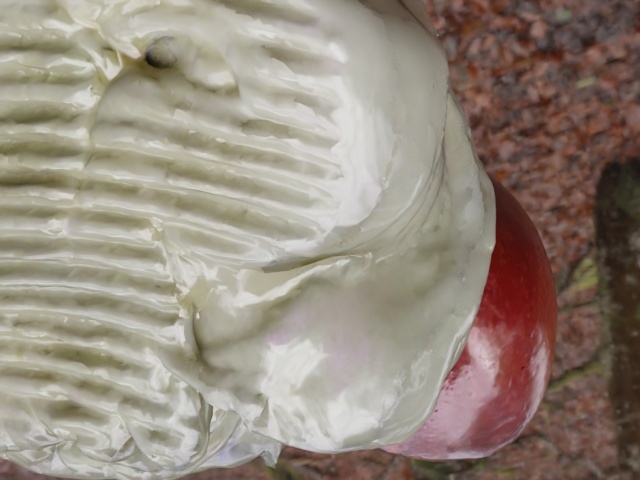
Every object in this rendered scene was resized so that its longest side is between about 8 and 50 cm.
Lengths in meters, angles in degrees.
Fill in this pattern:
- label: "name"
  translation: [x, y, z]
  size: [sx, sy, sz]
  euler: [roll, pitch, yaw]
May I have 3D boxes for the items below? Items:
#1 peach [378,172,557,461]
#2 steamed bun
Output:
- label: "peach"
  translation: [0.074, 0.047, 0.797]
  size: [0.248, 0.274, 0.245]
  euler: [-45, 171, -26]
- label: "steamed bun"
  translation: [-0.063, -0.034, 0.559]
  size: [0.339, 0.352, 0.247]
  euler: [-4, -167, 29]
